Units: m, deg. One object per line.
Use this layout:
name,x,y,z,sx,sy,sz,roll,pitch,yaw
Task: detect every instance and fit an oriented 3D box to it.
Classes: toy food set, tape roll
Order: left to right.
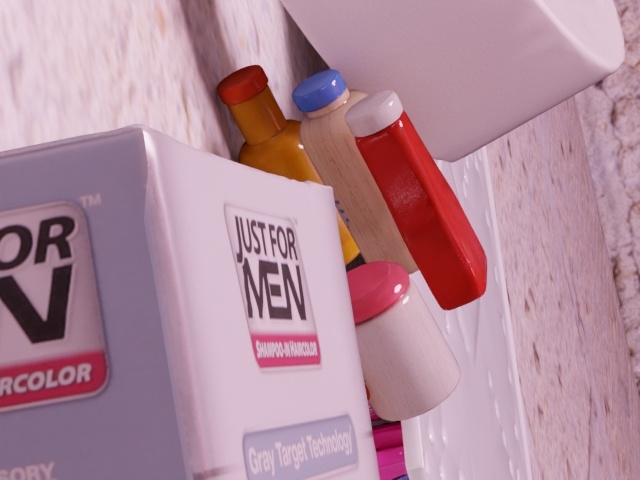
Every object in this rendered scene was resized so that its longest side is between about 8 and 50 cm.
toy food set,0.000,0.000,0.848,0.104,0.111,0.232,61,19,-21
tape roll,0.040,-0.184,0.995,0.286,0.100,0.286,50,21,-27

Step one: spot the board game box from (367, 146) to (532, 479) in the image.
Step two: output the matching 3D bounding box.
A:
board game box,0.065,0.011,1.258,0.390,0.050,0.390,50,31,-66

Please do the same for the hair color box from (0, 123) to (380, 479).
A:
hair color box,-0.038,0.170,0.509,0.185,0.113,0.375,12,69,-77
